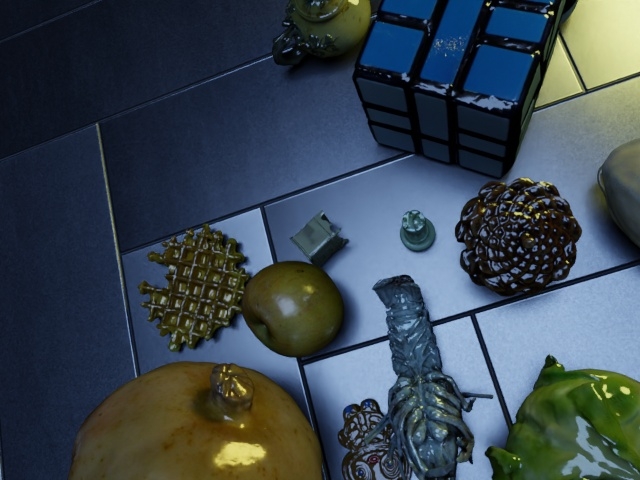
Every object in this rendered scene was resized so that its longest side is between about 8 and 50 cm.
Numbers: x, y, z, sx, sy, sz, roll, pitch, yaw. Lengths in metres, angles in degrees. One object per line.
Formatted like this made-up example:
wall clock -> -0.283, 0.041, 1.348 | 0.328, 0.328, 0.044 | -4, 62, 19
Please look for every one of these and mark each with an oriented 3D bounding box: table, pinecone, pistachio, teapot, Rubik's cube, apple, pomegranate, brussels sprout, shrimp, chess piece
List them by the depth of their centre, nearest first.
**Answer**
brussels sprout -> 0.395, 0.319, 0.870 | 0.294, 0.227, 0.260 | 11, 72, 29
pomegranate -> -0.185, 0.363, 0.919 | 0.411, 0.411, 0.412 | -4, 75, 13
pistachio -> 0.603, -0.062, 0.931 | 0.331, 0.207, 0.226 | 18, 103, 32
shrimp -> 0.173, 0.262, 0.990 | 0.221, 0.166, 0.411 | -14, 61, 13
pinecone -> 0.321, -0.004, 0.996 | 0.207, 0.208, 0.208 | -4, 75, 13
Rubik's cube -> 0.248, -0.312, 1.047 | 0.283, 0.293, 0.289 | 18, 82, 20
apple -> -0.047, 0.121, 1.074 | 0.155, 0.183, 0.182 | -36, 67, -29
chess piece -> 0.173, -0.023, 1.084 | 0.067, 0.103, 0.067 | -4, 74, 14
table -> 0.000, 0.000, 1.136 | 0.083, 0.079, 0.062 | -43, 69, -1
teapot -> 0.000, -0.465, 1.204 | 0.269, 0.182, 0.173 | -40, 71, 3

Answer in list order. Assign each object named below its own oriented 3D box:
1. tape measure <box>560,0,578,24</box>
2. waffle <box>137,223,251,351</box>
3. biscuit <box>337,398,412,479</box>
tape measure -> 0.406, -0.487, 1.147 | 0.182, 0.107, 0.181 | -37, 67, 3
waffle -> -0.251, 0.090, 1.192 | 0.231, 0.051, 0.229 | -31, 70, 4
biscuit -> 0.090, 0.370, 1.043 | 0.124, 0.026, 0.175 | -21, 72, 7
